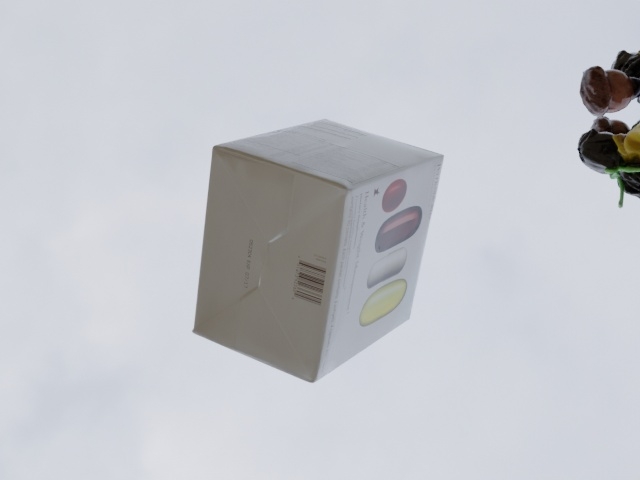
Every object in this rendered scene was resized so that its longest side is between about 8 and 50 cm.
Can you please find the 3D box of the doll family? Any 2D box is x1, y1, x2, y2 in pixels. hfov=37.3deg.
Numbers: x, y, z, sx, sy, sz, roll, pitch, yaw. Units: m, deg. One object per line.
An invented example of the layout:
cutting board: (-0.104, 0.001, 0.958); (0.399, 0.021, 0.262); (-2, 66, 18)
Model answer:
doll family: (0.188, -0.068, 0.501); (0.112, 0.193, 0.076); (0, -115, 10)

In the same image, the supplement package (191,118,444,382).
supplement package: (0.000, 0.000, 0.938); (0.149, 0.194, 0.203); (20, -157, 26)
